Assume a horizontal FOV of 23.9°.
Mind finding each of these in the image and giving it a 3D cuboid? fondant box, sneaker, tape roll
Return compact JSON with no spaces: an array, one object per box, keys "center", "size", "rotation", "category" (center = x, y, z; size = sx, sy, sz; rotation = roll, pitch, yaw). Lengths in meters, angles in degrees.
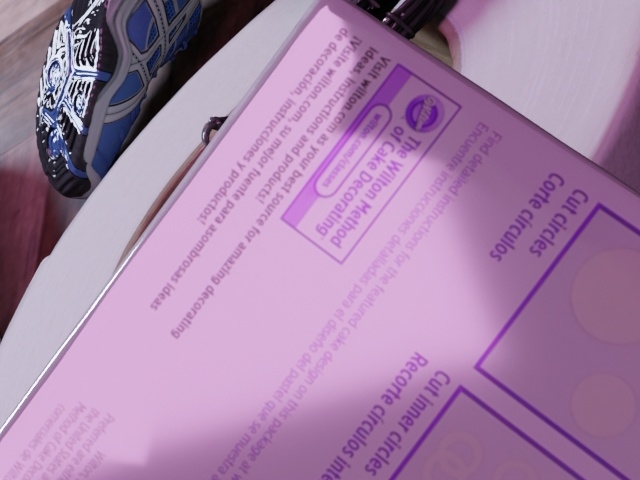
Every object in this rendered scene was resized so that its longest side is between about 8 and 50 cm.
[{"center":[0.066,0.126,0.387],"size":[0.330,0.096,0.238],"rotation":[37,90,21],"category":"fondant box"},{"center":[-0.117,-0.125,0.942],"size":[0.080,0.081,0.211],"rotation":[21,95,51],"category":"sneaker"},{"center":[0.000,0.000,0.651],"size":[0.392,0.072,0.392],"rotation":[-35,28,23],"category":"tape roll"}]

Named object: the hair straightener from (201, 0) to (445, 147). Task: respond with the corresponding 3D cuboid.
[{"center":[0.035,-0.119,0.629],"size":[0.230,0.047,0.089],"rotation":[-47,25,-3],"category":"hair straightener"}]
